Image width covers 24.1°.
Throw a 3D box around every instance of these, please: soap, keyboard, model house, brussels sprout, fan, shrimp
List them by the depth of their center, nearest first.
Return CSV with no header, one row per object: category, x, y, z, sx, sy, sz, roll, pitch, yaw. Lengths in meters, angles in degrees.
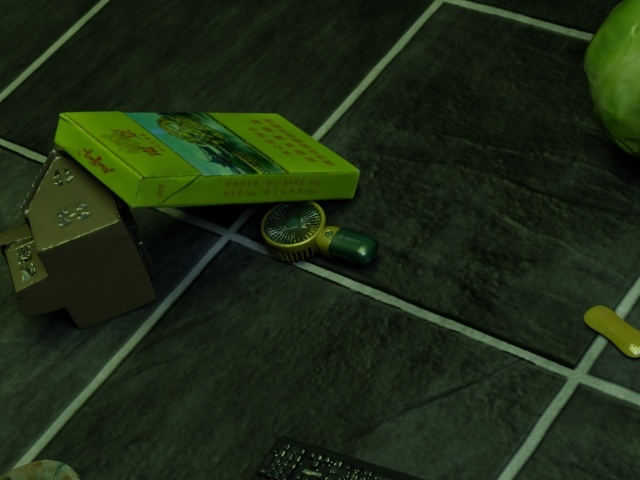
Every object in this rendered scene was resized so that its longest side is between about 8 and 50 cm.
keyboard,0.033,0.266,1.567,0.230,0.025,0.094,13,50,27
shrimp,-0.344,0.318,1.630,0.195,0.035,0.148,-26,48,-10
soap,0.325,0.099,1.643,0.034,0.012,0.089,-36,48,-17
brussels sprout,0.399,-0.199,1.761,0.161,0.223,0.223,21,57,38
fan,0.000,0.000,1.819,0.155,0.039,0.082,17,54,29
model house,-0.317,-0.037,1.846,0.176,0.181,0.248,-19,50,-1

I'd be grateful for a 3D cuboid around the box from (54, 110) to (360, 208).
box,-0.134,-0.101,1.820,0.335,0.047,0.187,-4,31,-41
